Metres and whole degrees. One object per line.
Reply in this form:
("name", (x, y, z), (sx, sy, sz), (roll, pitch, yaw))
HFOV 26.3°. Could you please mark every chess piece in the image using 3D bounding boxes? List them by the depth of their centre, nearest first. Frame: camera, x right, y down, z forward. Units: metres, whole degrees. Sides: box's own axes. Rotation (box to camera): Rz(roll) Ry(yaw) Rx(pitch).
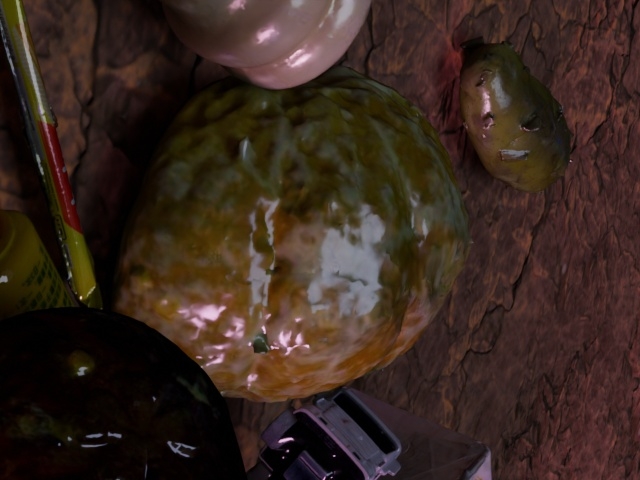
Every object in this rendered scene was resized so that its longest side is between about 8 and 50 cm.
("chess piece", (-0.107, -0.225, 0.935), (0.300, 0.167, 0.167), (21, 87, -51))

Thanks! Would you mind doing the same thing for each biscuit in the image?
("biscuit", (-0.195, -0.077, 0.958), (0.026, 0.048, 0.292), (-15, 120, -10))

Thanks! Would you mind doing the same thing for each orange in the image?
("orange", (0.000, 0.000, 1.135), (0.369, 0.210, 0.271), (-17, 121, -48))

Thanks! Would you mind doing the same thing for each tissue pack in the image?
("tissue pack", (0.079, 0.288, 1.390), (0.124, 0.185, 0.225), (-41, 135, -38))

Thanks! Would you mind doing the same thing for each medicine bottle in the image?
("medicine bottle", (-0.201, 0.094, 1.012), (0.260, 0.064, 0.095), (71, 32, -42))

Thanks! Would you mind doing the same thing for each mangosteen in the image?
("mangosteen", (-0.177, 0.164, 0.880), (0.231, 0.289, 0.231), (12, 70, -34))

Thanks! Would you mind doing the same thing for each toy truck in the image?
("toy truck", (-0.033, 0.238, 1.201), (0.253, 0.114, 0.124), (-52, 166, 29))

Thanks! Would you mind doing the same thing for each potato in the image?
("potato", (0.205, -0.129, 1.462), (0.225, 0.090, 0.117), (44, 53, -50))
